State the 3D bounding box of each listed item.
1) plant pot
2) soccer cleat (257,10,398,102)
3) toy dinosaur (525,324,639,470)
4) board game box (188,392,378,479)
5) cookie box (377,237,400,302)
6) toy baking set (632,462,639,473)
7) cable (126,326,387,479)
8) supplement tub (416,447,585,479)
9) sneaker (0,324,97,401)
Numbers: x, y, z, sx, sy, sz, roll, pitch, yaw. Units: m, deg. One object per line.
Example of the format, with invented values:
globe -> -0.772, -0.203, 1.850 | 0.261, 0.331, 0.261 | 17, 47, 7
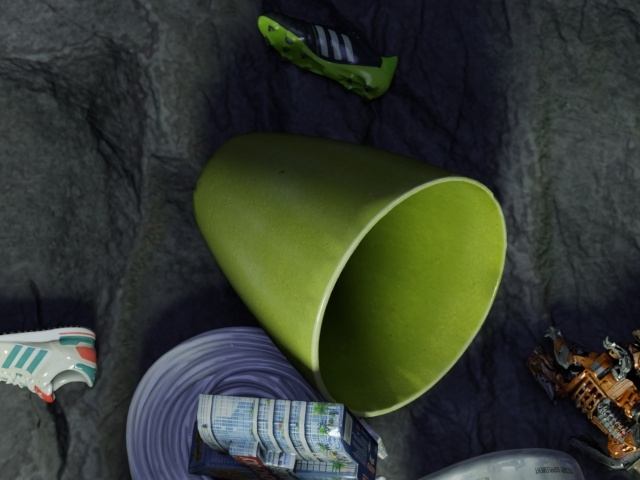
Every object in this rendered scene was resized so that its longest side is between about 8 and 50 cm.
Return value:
plant pot -> 0.000, 0.000, 1.542 | 0.275, 0.275, 0.293 | -46, 50, -14
soccer cleat -> 0.009, -0.235, 1.728 | 0.179, 0.060, 0.072 | 29, 64, 0
toy dinosaur -> 0.396, 0.172, 1.576 | 0.322, 0.164, 0.218 | 30, 84, 2
board game box -> -0.054, 0.207, 1.442 | 0.194, 0.194, 0.060 | 1, 71, 14
cookie box -> 0.118, 0.033, 1.653 | 0.107, 0.040, 0.092 | 1, 74, -1
toy baking set -> 0.437, 0.287, 1.593 | 0.256, 0.030, 0.197 | -25, 75, -10
cable -> -0.083, 0.222, 1.561 | 0.257, 0.089, 0.257 | -29, 75, -10
supplement tub -> 0.206, 0.398, 1.435 | 0.207, 0.207, 0.338 | -11, 65, -6
sneaker -> -0.327, 0.144, 1.589 | 0.161, 0.057, 0.075 | -8, 68, -8
